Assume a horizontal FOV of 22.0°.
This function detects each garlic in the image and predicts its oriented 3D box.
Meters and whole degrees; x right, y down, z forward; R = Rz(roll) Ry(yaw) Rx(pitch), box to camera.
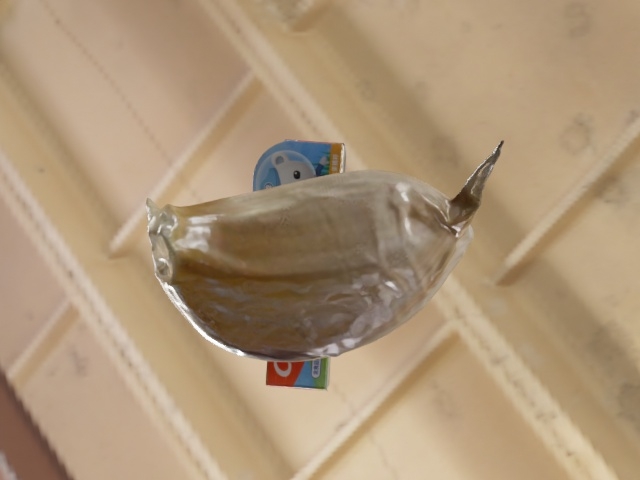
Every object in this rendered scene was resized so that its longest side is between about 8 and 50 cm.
[{"bbox_3d":[0.011,0.003,0.908,0.198,0.128,0.090,-8,-122,9],"label":"garlic"}]

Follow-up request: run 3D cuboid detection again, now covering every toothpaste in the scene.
[{"bbox_3d":[-0.021,0.019,1.292,0.070,0.044,0.193,4,-93,2],"label":"toothpaste"}]
